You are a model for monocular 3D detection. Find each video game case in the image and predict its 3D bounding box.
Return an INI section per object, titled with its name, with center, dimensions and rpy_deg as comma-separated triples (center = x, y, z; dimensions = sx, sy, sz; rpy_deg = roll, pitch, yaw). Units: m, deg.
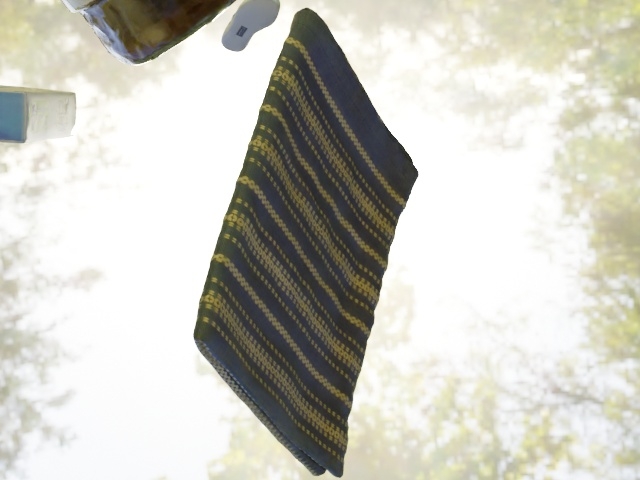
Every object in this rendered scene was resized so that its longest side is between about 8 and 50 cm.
[video game case]
center = -0.441, -0.155, 1.455
dimensions = 0.270, 0.061, 0.244
rpy_deg = 5, -174, 1

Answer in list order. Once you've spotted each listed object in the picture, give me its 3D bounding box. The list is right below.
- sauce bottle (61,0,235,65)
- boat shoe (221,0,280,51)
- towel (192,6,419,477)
[sauce bottle]
center = -0.148, -0.236, 0.520
dimensions = 0.111, 0.344, 0.111
rpy_deg = -32, -160, 13
[boat shoe]
center = -0.092, -0.299, 1.675
dimensions = 0.049, 0.040, 0.142
rpy_deg = 28, 151, -18
[towel]
center = 0.000, 0.000, 1.060
dimensions = 0.040, 0.243, 0.336
rpy_deg = -4, -126, 27
